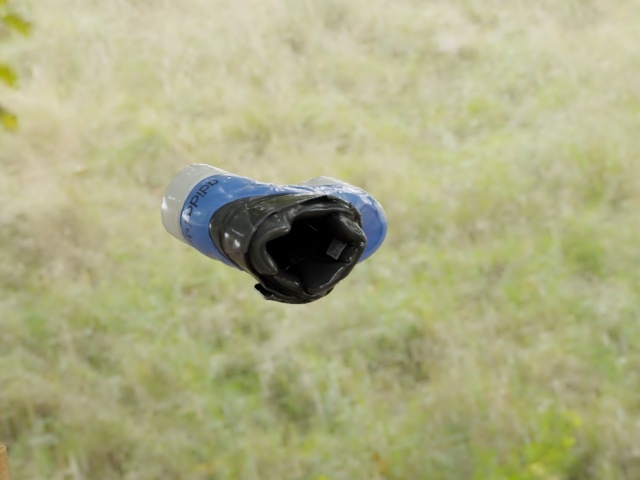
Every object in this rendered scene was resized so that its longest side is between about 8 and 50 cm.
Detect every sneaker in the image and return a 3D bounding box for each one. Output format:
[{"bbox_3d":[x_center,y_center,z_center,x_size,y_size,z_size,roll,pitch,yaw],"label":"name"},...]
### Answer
[{"bbox_3d":[0.000,0.001,0.870,0.085,0.058,0.152,29,10,40],"label":"sneaker"}]

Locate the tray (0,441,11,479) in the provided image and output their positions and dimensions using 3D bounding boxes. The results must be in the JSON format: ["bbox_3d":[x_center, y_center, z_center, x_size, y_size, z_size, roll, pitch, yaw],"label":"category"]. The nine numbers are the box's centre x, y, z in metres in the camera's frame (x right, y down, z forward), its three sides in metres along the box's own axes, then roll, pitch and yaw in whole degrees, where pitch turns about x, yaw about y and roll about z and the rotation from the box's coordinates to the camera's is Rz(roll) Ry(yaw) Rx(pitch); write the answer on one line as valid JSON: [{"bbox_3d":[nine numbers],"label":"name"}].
[{"bbox_3d":[-0.282,0.244,0.654,0.076,0.202,0.411,22,38,36],"label":"tray"}]
